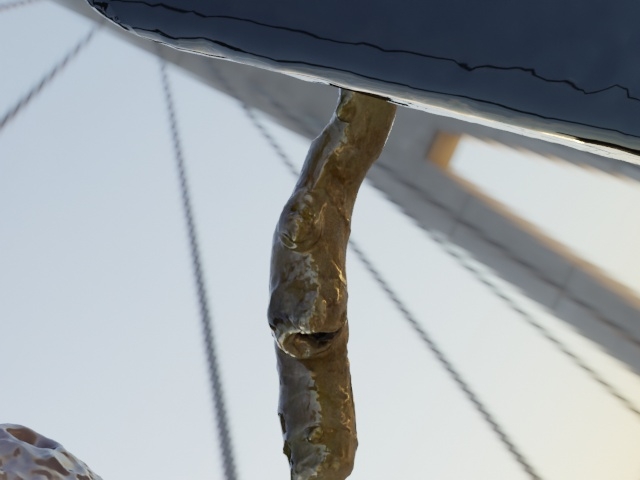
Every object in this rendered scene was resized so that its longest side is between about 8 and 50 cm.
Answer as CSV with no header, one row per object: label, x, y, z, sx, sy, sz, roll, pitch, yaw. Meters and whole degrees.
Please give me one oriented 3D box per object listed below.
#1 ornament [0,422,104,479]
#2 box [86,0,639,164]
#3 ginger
ornament,-0.252,0.259,1.316,0.259,0.259,0.225,-65,10,4
box,0.087,-0.170,0.513,0.073,0.289,0.290,18,-93,-66
ginger,0.000,0.000,1.003,0.089,0.075,0.288,-10,-76,-77
